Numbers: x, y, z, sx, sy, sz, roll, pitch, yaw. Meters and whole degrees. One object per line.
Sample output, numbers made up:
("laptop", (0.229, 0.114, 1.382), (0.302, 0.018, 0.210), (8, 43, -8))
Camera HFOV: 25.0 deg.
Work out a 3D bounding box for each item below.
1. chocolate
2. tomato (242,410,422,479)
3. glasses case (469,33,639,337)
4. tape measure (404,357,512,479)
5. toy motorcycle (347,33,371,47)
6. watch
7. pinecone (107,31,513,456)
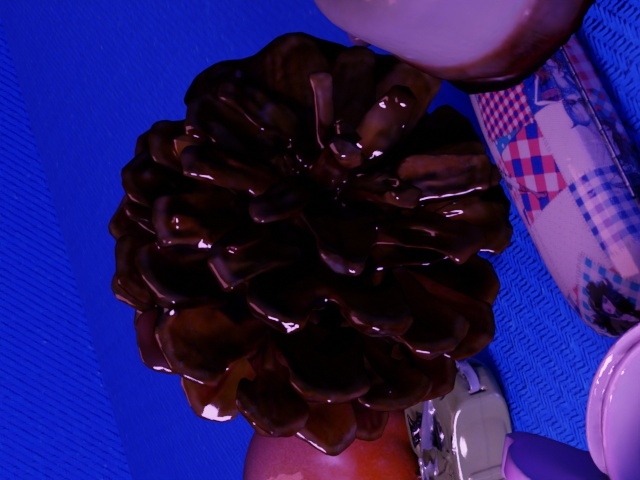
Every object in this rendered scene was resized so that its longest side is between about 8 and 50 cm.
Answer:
("chocolate", (0.085, -0.267, 1.169), (0.284, 0.186, 0.283), (-16, 71, 57))
("tomato", (0.028, 0.285, 1.652), (0.256, 0.225, 0.255), (-7, -90, -84))
("glasses case", (0.205, -0.073, 1.227), (0.327, 0.076, 0.125), (68, 153, 21))
("tape measure", (0.143, 0.198, 1.517), (0.154, 0.088, 0.177), (-158, 59, -70))
("toy motorcycle", (0.039, -0.278, 1.508), (0.225, 0.073, 0.152), (56, 153, 39))
("watch", (0.287, 0.143, 1.067), (0.248, 0.211, 0.217), (40, 121, 43))
("pinecone", (0.000, 0.000, 1.355), (0.398, 0.398, 0.397), (45, 142, 51))
